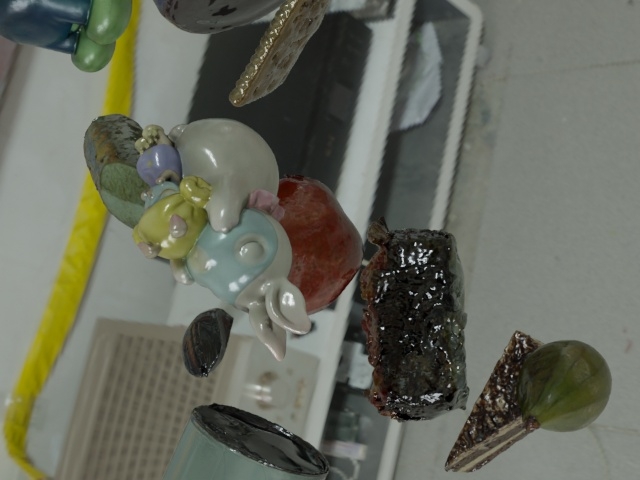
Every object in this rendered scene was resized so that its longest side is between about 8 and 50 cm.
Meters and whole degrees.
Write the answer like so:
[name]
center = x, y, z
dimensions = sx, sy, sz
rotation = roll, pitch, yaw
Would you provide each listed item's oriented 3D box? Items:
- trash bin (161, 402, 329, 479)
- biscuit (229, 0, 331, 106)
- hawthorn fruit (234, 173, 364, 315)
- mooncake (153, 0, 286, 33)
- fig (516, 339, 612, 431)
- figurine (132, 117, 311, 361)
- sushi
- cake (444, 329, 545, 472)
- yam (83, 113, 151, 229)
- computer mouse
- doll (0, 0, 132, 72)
[trash bin]
center = -0.136, 0.400, 1.570
dimensions = 0.217, 0.277, 0.262
rotation = 26, 96, 22
[biscuit]
center = -0.048, -0.395, 2.016
dimensions = 0.044, 0.217, 0.325
rotation = 38, 119, 7
[hawthorn fruit]
center = -0.054, 0.017, 1.375
dimensions = 0.185, 0.202, 0.185
rotation = 17, 117, 37
[mooncake]
center = -0.126, -0.383, 1.472
dimensions = 0.245, 0.245, 0.133
rotation = -36, 70, 27
[fig]
center = 0.323, 0.223, 1.479
dimensions = 0.133, 0.126, 0.185
rotation = -8, 38, 37
[figurine]
center = -0.094, -0.004, 1.047
dimensions = 0.127, 0.155, 0.235
rotation = -39, 47, 27
[sushi]
center = 0.155, 0.124, 1.799
dimensions = 0.182, 0.196, 0.343
rotation = -4, 77, -1
[cake]
center = 0.279, 0.248, 1.705
dimensions = 0.246, 0.112, 0.135
rotation = -38, 59, 18
[yam]
center = -0.246, -0.080, 1.441
dimensions = 0.106, 0.106, 0.259
rotation = -55, 33, 10
[computer mouse]
center = -0.209, 0.177, 1.959
dimensions = 0.099, 0.057, 0.172
rotation = -34, 29, 21
[doll]
center = -0.294, -0.346, 1.131
dimensions = 0.198, 0.186, 0.321
rotation = 138, 128, -59
